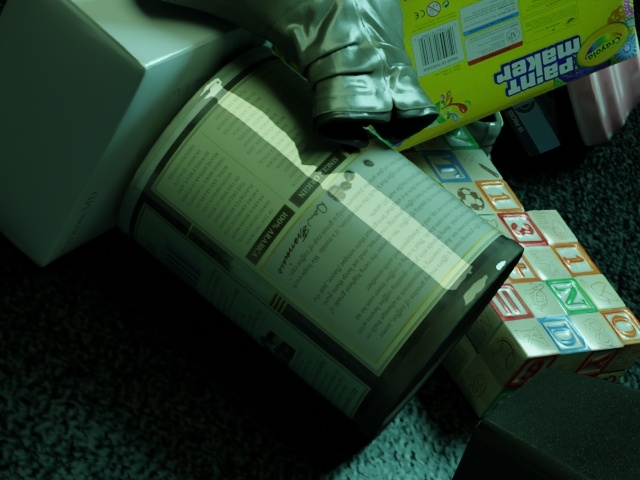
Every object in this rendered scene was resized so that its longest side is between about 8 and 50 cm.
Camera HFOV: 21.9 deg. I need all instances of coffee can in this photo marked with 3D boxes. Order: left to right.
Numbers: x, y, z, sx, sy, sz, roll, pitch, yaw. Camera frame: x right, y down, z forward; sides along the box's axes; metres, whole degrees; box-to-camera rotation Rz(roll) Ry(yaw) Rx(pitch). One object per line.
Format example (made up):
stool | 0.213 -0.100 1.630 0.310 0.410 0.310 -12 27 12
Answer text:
coffee can | 0.000 0.000 1.370 0.275 0.201 0.201 39 36 8

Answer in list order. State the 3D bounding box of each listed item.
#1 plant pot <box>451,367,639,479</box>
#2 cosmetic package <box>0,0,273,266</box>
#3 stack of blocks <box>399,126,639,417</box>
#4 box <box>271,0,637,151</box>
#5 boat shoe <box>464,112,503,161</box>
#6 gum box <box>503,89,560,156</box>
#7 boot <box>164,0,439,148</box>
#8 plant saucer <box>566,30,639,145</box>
plant pot | 0.198 0.210 1.308 0.167 0.188 0.187 33 34 20
cosmetic package | -0.169 -0.129 1.373 0.138 0.224 0.224 42 37 12
stack of blocks | 0.155 0.018 1.565 0.171 0.087 0.297 -4 50 -40
box | 0.101 -0.249 1.589 0.290 0.177 0.279 -22 33 -15
boat shoe | 0.110 -0.187 1.766 0.109 0.091 0.305 6 44 -32
gum box | 0.214 -0.209 1.849 0.157 0.041 0.184 55 25 -32
boot | -0.013 -0.155 1.285 0.246 0.083 0.161 1 63 -38
plant saucer | 0.300 -0.274 1.842 0.084 0.332 0.332 -12 37 13
